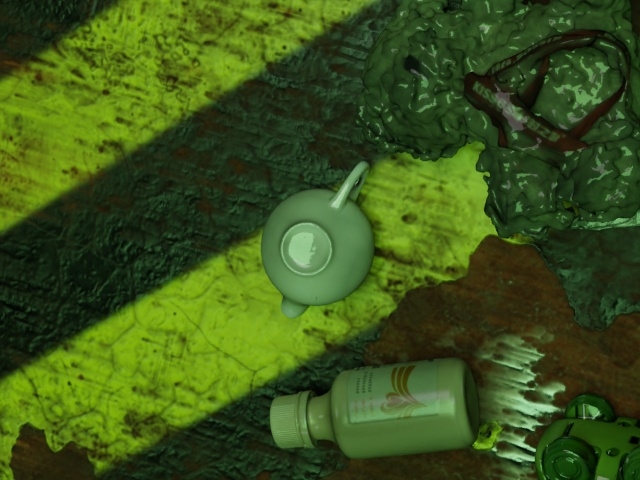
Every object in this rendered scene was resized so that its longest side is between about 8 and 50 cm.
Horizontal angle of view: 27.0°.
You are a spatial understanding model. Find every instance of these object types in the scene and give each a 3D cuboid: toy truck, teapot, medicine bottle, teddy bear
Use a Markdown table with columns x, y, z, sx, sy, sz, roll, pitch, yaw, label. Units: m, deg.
| x | y | z | sx | sy | sz | roll | pitch | yaw | label |
| --- | --- | --- | --- | --- | --- | --- | --- | --- | --- |
| 0.340 | 0.291 | 1.575 | 0.187 | 0.148 | 0.210 | 21 | 121 | 14 | toy truck |
| 0.000 | 0.000 | 1.663 | 0.145 | 0.092 | 0.226 | 33 | 99 | 9 | teapot |
| 0.064 | 0.213 | 1.649 | 0.252 | 0.114 | 0.114 | -9 | 93 | 16 | medicine bottle |
| 0.197 | -0.173 | 1.532 | 0.368 | 0.224 | 0.357 | -7 | 86 | 22 | teddy bear |

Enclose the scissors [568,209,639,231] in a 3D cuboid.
| x | y | z | sx | sy | sz | roll | pitch | yaw | label |
| --- | --- | --- | --- | --- | --- | --- | --- | --- | --- |
| 0.435 | -0.038 | 1.573 | 0.300 | 0.022 | 0.109 | -7 | 89 | 16 | scissors |
